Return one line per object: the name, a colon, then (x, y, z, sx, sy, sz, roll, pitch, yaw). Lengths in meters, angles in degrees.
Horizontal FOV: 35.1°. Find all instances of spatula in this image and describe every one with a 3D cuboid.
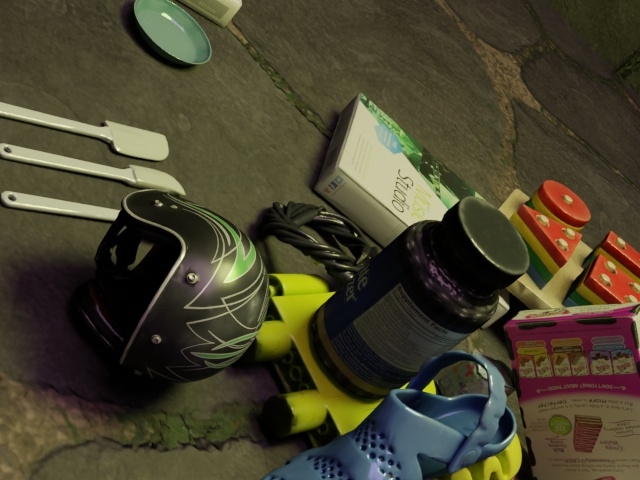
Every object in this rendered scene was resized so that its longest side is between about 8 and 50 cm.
spatula: (-0.234, -0.073, 1.055, 0.242, 0.019, 0.168, 10, 48, -46)

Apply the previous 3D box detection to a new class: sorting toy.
sorting toy: (0.365, 0.026, 1.465, 0.255, 0.089, 0.257, 40, 31, 6)

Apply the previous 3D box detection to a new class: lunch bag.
lunch bag: (0.197, 0.180, 1.248, 0.083, 0.071, 0.053, 24, 34, -31)

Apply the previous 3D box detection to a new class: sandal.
sandal: (0.061, 0.192, 0.927, 0.317, 0.138, 0.126, -22, 42, -33)

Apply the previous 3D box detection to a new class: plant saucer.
plant saucer: (-0.197, -0.269, 1.317, 0.119, 0.021, 0.119, 31, 35, -25)

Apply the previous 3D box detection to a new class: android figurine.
android figurine: (0.026, 0.138, 1.099, 0.273, 0.056, 0.248, -2, 56, -51)

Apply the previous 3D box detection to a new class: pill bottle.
pill bottle: (0.100, 0.057, 1.016, 0.123, 0.219, 0.123, 29, 37, -24)

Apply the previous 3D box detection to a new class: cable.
cable: (0.000, 0.000, 1.215, 0.150, 0.047, 0.184, 22, 16, -7)

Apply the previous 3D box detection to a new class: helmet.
helmet: (-0.126, 0.048, 0.913, 0.161, 0.169, 0.169, 43, 27, 26)

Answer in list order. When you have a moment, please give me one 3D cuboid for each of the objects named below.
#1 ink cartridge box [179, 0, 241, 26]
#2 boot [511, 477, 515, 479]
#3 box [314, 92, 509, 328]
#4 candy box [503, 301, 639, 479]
ink cartridge box: (-0.203, -0.429, 1.462, 0.181, 0.056, 0.225, 26, 39, -32)
boot: (0.171, 0.309, 1.061, 0.176, 0.088, 0.244, 54, 28, 9)
box: (0.145, -0.048, 1.453, 0.322, 0.058, 0.232, 40, 32, -16)
candy box: (0.324, 0.197, 1.211, 0.071, 0.159, 0.233, -24, 104, -57)
